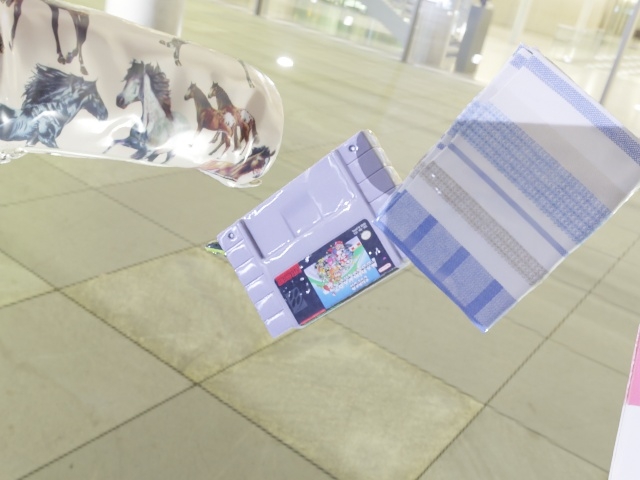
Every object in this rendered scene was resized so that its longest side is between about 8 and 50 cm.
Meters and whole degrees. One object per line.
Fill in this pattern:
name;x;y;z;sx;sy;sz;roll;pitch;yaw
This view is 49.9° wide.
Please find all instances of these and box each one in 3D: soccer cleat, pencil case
soccer cleat;-0.160;0.000;1.481;0.178;0.072;0.060;0;-3;-23
pencil case;-0.221;-0.158;0.804;0.159;0.184;0.410;18;9;41

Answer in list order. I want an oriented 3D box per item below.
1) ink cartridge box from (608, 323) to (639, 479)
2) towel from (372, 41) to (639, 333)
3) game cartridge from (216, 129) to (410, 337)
ink cartridge box;0.281;0.206;0.403;0.207;0.283;0.117;2;-25;44
towel;0.219;-0.060;0.807;0.209;0.285;0.034;46;18;16
game cartridge;0.000;0.000;1.197;0.068;0.355;0.230;-8;67;-62
